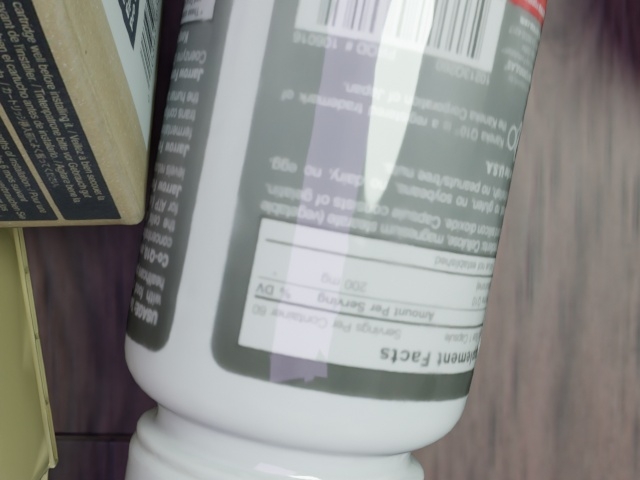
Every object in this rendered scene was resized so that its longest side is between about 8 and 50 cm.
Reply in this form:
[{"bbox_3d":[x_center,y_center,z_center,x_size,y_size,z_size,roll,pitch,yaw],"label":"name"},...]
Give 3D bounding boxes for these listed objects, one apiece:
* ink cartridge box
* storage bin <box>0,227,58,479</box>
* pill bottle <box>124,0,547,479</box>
[{"bbox_3d":[-0.116,-0.149,0.387,0.088,0.193,0.234,0,65,-1],"label":"ink cartridge box"},{"bbox_3d":[-0.211,0.043,0.406,0.123,0.262,0.260,-8,93,-2],"label":"storage bin"},{"bbox_3d":[0.000,0.000,0.453,0.161,0.161,0.283,11,94,-1],"label":"pill bottle"}]
